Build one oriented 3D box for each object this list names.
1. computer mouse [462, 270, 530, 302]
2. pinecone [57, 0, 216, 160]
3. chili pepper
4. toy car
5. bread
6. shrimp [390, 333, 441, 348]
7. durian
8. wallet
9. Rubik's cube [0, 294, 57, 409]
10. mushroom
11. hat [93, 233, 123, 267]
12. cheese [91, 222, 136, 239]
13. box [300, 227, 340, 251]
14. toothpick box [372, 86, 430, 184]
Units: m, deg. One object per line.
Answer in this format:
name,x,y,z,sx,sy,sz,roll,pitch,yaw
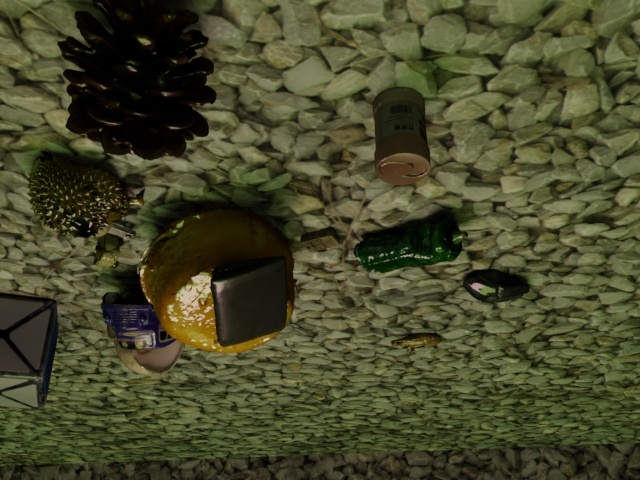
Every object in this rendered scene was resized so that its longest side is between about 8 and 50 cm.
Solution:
computer mouse,0.464,0.132,1.975,0.192,0.062,0.106,14,148,-19
pinecone,-0.280,-0.262,1.136,0.264,0.264,0.264,0,150,0
chili pepper,0.225,0.015,1.740,0.270,0.099,0.136,-19,136,37
toy car,-0.470,0.212,1.985,0.172,0.157,0.235,-2,176,14
bread,-0.227,0.101,1.725,0.337,0.204,0.358,-41,129,12
shrimp,0.294,0.314,2.328,0.163,0.045,0.095,-4,171,-3
durian,-0.492,-0.072,1.562,0.237,0.137,0.193,8,149,-14
wallet,-0.153,0.133,1.618,0.169,0.052,0.245,-14,137,-16
Rubik's cube,-0.893,0.311,2.119,0.255,0.259,0.260,8,145,-14
mushroom,-0.553,0.338,2.245,0.173,0.162,0.236,-25,140,34
hat,-0.505,0.027,1.790,0.059,0.077,0.076,15,146,-24
cheese,-0.505,-0.039,1.707,0.171,0.047,0.092,10,151,-15
box,0.000,0.000,1.791,0.083,0.024,0.053,-16,146,23
toothpick box,0.144,-0.187,1.342,0.099,0.148,0.098,0,150,0
